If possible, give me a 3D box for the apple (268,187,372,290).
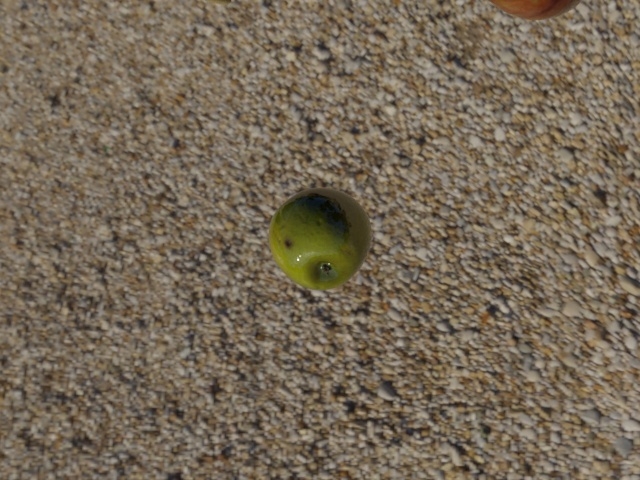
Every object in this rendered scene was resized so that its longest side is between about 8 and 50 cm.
[{"bbox_3d":[0.000,0.000,1.559,0.196,0.196,0.156,-31,43,23],"label":"apple"}]

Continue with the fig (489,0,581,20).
[{"bbox_3d":[0.305,-0.400,1.169,0.205,0.205,0.205,-9,74,31],"label":"fig"}]

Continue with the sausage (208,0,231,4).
[{"bbox_3d":[-0.214,-0.442,1.524,0.024,0.132,0.024,-2,88,43],"label":"sausage"}]
